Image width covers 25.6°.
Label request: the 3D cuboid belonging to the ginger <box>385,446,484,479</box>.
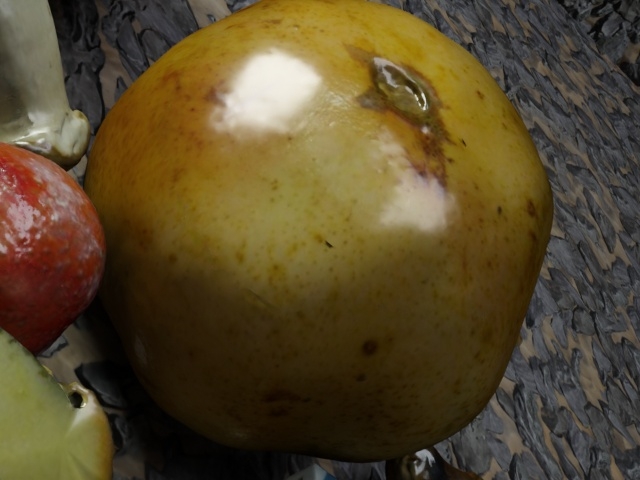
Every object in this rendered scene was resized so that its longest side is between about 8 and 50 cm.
[{"bbox_3d":[0.160,0.335,1.369,0.133,0.107,0.309,-12,69,-36],"label":"ginger"}]

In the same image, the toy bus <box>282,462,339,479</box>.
[{"bbox_3d":[0.046,0.312,1.173,0.297,0.131,0.106,39,31,-26],"label":"toy bus"}]

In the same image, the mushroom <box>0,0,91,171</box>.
[{"bbox_3d":[-0.303,-0.237,1.124,0.154,0.137,0.407,-18,97,-21],"label":"mushroom"}]

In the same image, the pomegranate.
[{"bbox_3d":[0.000,0.000,1.202,0.417,0.417,0.416,39,31,-29],"label":"pomegranate"}]

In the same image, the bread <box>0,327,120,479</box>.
[{"bbox_3d":[-0.251,0.168,0.830,0.204,0.162,0.262,46,70,-19],"label":"bread"}]

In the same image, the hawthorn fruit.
[{"bbox_3d":[-0.248,0.005,1.014,0.173,0.173,0.173,39,31,-29],"label":"hawthorn fruit"}]
